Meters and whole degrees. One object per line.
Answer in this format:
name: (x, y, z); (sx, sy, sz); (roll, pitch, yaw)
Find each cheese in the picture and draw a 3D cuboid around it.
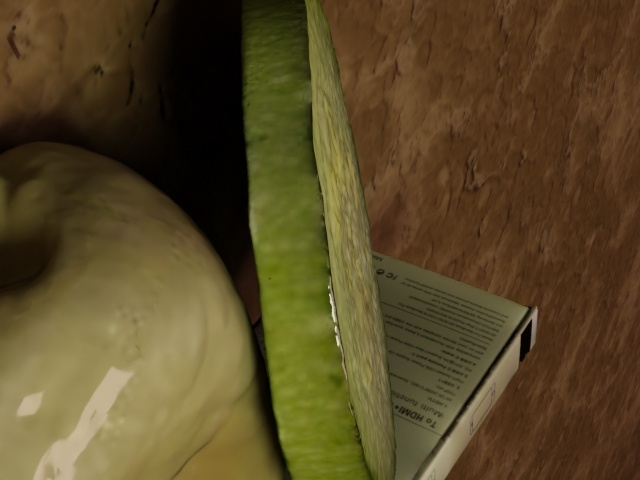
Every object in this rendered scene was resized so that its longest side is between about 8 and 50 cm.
cheese: (-0.095, 0.080, 0.416); (0.235, 0.117, 0.218); (-23, 128, -61)

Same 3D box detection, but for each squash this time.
squash: (-0.005, 0.001, 0.494); (0.219, 0.041, 0.219); (-9, 90, -84)

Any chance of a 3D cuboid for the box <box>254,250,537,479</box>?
box: (-0.004, 0.100, 0.597); (0.247, 0.129, 0.033); (-48, 146, -36)
